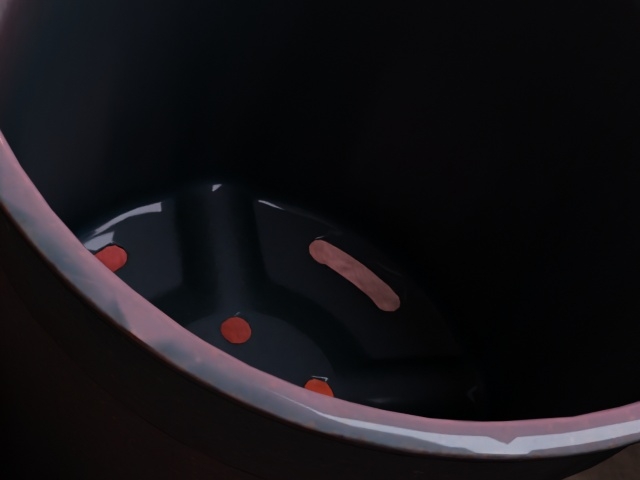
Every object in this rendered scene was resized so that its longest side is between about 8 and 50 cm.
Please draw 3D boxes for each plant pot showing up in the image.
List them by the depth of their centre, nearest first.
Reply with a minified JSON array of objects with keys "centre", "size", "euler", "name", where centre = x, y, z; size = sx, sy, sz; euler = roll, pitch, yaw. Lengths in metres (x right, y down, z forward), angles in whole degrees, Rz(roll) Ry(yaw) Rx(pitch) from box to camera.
[{"centre":[0.000,0.000,0.771],"size":[0.341,0.334,0.341],"euler":[7,58,-11],"name":"plant pot"}]
